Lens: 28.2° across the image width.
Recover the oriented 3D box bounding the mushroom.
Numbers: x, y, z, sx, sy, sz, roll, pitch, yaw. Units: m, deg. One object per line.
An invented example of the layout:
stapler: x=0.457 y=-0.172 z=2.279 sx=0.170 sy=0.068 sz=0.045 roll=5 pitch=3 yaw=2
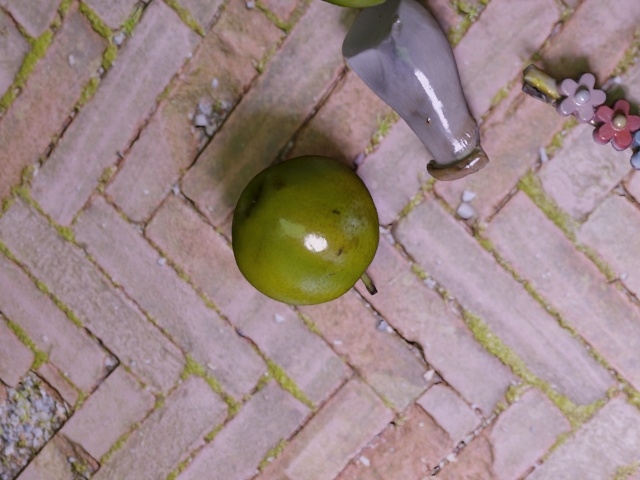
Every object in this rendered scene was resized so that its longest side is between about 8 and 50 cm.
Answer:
mushroom: x=0.120 y=-0.177 z=1.450 sx=0.225 sy=0.093 sz=0.116 roll=49 pitch=133 yaw=-9

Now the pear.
pear: x=0.000 y=0.000 z=1.506 sx=0.216 sy=0.166 sz=0.180 roll=33 pitch=103 yaw=-21

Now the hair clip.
hair clip: x=0.318 y=-0.134 z=1.408 sx=0.214 sy=0.056 sz=0.062 roll=32 pitch=80 yaw=9

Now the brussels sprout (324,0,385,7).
brussels sprout: x=0.033 y=-0.401 z=1.310 sx=0.247 sy=0.328 sz=0.328 roll=-3 pitch=106 yaw=-9
